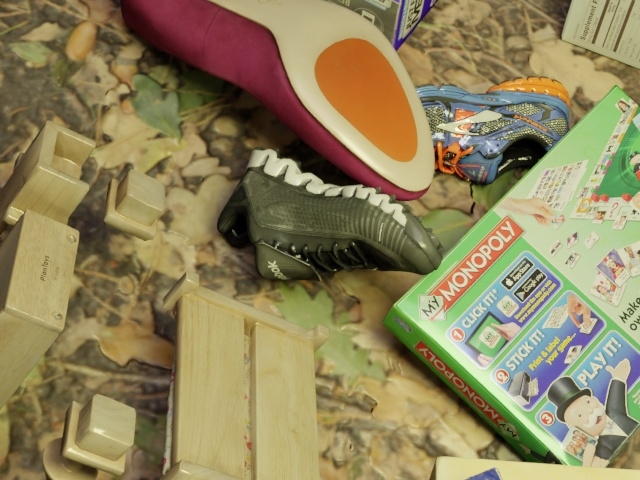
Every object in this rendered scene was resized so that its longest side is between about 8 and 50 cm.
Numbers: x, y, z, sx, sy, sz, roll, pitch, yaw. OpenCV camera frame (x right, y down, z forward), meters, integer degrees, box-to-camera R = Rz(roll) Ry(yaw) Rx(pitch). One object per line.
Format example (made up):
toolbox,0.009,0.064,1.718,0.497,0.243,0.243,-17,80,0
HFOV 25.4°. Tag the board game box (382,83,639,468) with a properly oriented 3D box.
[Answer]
board game box,0.234,0.035,1.213,0.213,0.046,0.317,43,64,9

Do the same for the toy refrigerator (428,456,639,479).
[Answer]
toy refrigerator,0.214,0.228,1.081,0.269,0.102,0.094,4,57,-1

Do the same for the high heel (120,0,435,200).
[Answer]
high heel,-0.046,-0.151,1.291,0.127,0.181,0.377,-23,69,-35

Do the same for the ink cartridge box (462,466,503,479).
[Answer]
ink cartridge box,0.052,0.294,0.979,0.224,0.045,0.223,-25,66,16

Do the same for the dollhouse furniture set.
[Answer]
dollhouse furniture set,-0.120,0.118,1.161,0.355,0.174,0.303,25,39,-24

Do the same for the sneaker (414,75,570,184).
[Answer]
sneaker,0.131,-0.092,1.295,0.221,0.083,0.087,-9,65,-8

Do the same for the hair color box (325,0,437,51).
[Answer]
hair color box,0.087,-0.364,1.450,0.185,0.110,0.339,30,61,13

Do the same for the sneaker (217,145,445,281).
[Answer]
sneaker,0.000,0.000,1.200,0.234,0.078,0.106,24,70,41

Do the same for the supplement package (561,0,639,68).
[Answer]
supplement package,0.402,-0.276,1.364,0.263,0.198,0.199,22,59,10
